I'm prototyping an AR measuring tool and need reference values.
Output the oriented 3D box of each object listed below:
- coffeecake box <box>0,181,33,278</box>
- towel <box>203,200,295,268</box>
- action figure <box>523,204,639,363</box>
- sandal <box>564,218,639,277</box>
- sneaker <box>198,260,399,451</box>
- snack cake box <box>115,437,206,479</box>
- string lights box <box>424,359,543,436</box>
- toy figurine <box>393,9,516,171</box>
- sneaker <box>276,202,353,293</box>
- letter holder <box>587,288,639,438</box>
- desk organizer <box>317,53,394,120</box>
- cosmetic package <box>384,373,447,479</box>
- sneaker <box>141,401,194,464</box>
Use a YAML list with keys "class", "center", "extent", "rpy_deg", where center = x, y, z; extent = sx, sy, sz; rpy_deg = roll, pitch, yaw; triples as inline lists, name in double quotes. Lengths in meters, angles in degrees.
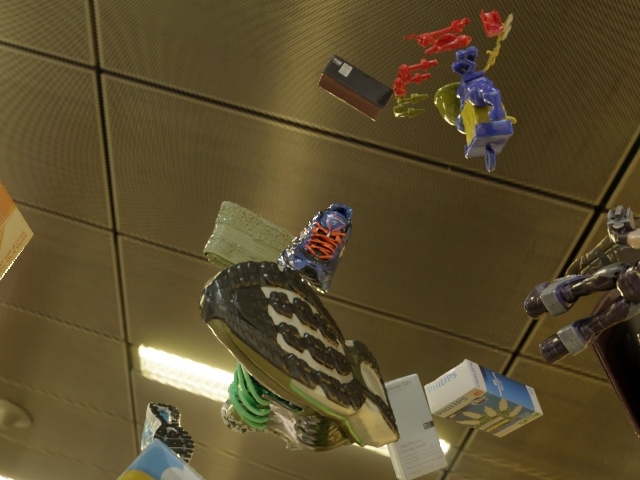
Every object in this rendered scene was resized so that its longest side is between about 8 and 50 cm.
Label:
- class: "coffeecake box"
  center: [-0.283, -0.019, 0.423]
  extent: [0.068, 0.142, 0.186]
  rpy_deg: [10, -39, 15]
- class: "towel"
  center: [-0.101, 0.010, 1.031]
  extent: [0.148, 0.110, 0.027]
  rpy_deg: [29, -31, -23]
- class: "action figure"
  center: [0.384, 0.055, 0.832]
  extent: [0.285, 0.099, 0.185]
  rpy_deg: [-39, -108, 51]
- class: "sandal"
  center: [0.470, 0.028, 1.053]
  extent: [0.049, 0.072, 0.180]
  rpy_deg: [13, -43, -40]
- class: "sneaker"
  center: [-0.045, 0.173, 0.758]
  extent: [0.182, 0.158, 0.410]
  rpy_deg: [-27, -38, 9]
- class: "snack cake box"
  center: [-0.183, 0.277, 0.489]
  extent: [0.089, 0.264, 0.152]
  rpy_deg: [42, -23, 0]
- class: "string lights box"
  center: [0.380, 0.371, 1.556]
  extent: [0.259, 0.077, 0.133]
  rpy_deg: [26, -53, -34]
- class: "toy figurine"
  center: [0.249, -0.211, 1.188]
  extent: [0.191, 0.217, 0.362]
  rpy_deg: [-14, -13, -3]
- class: "sneaker"
  center: [0.000, 0.000, 0.933]
  extent: [0.083, 0.221, 0.087]
  rpy_deg: [28, -70, -3]
- class: "letter holder"
  center: [0.592, 0.153, 1.114]
  extent: [0.152, 0.301, 0.215]
  rpy_deg: [-31, -96, 42]
- class: "desk organizer"
  center: [0.063, -0.278, 1.222]
  extent: [0.130, 0.047, 0.050]
  rpy_deg: [31, -20, -3]
- class: "cosmetic package"
  center: [0.214, 0.458, 1.650]
  extent: [0.117, 0.231, 0.085]
  rpy_deg: [-16, -11, -15]
- class: "sneaker"
  center: [-0.234, 0.313, 1.004]
  extent: [0.063, 0.162, 0.073]
  rpy_deg: [17, -79, -23]
